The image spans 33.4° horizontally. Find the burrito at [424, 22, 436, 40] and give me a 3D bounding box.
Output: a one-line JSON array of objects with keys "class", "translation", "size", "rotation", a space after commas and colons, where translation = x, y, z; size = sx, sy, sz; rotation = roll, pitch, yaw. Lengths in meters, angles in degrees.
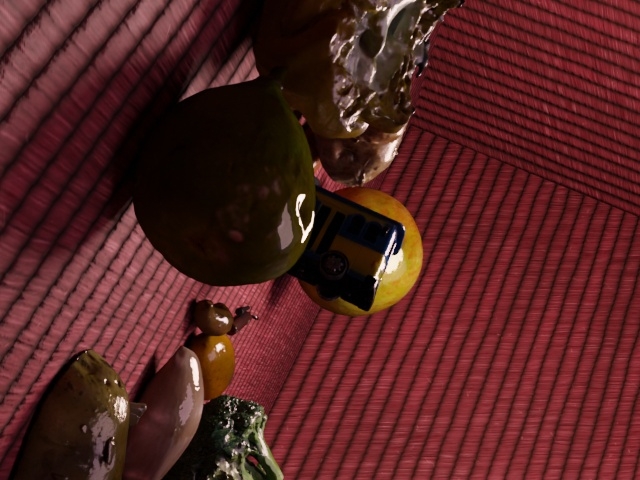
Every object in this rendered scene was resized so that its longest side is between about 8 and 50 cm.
[{"class": "burrito", "translation": [0.136, -0.350, 1.706], "size": [0.175, 0.107, 0.348], "rotation": [-91, -156, -62]}]

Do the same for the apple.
[{"class": "apple", "translation": [0.088, 0.035, 2.733], "size": [0.339, 0.339, 0.340], "rotation": [23, 90, -83]}]

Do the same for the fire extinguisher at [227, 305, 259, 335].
[{"class": "fire extinguisher", "translation": [-0.175, 0.170, 2.348], "size": [0.173, 0.035, 0.049], "rotation": [-33, 108, -78]}]

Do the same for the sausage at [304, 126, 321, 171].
[{"class": "sausage", "translation": [-0.016, -0.193, 2.208], "size": [0.197, 0.076, 0.076], "rotation": [-58, 169, -60]}]

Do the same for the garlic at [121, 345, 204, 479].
[{"class": "garlic", "translation": [-0.277, 0.326, 1.822], "size": [0.318, 0.112, 0.143], "rotation": [-59, -179, 30]}]

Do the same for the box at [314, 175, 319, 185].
[{"class": "box", "translation": [-0.061, -0.081, 2.308], "size": [0.230, 0.050, 0.160], "rotation": [17, 97, -83]}]

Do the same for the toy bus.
[{"class": "toy bus", "translation": [0.000, 0.000, 2.052], "size": [0.138, 0.287, 0.175], "rotation": [99, 17, -64]}]

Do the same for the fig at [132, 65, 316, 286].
[{"class": "fig", "translation": [-0.101, -0.074, 1.309], "size": [0.314, 0.233, 0.233], "rotation": [-63, 174, -68]}]

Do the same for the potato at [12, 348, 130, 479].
[{"class": "potato", "translation": [-0.306, 0.284, 1.348], "size": [0.160, 0.111, 0.272], "rotation": [-34, 147, -81]}]

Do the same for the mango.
[{"class": "mango", "translation": [-0.211, 0.232, 2.024], "size": [0.115, 0.090, 0.178], "rotation": [-52, 157, -38]}]

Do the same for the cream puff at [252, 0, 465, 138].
[{"class": "cream puff", "translation": [0.018, -0.317, 1.527], "size": [0.274, 0.269, 0.323], "rotation": [30, -80, 57]}]

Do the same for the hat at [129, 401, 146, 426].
[{"class": "hat", "translation": [-0.317, 0.294, 1.531], "size": [0.175, 0.085, 0.147], "rotation": [168, -64, -71]}]

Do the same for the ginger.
[{"class": "ginger", "translation": [0.083, -0.271, 2.140], "size": [0.375, 0.176, 0.256], "rotation": [-94, -161, -55]}]

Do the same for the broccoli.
[{"class": "broccoli", "translation": [-0.209, 0.452, 2.167], "size": [0.294, 0.245, 0.265], "rotation": [-44, -164, 7]}]

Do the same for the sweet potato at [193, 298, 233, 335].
[{"class": "sweet potato", "translation": [-0.191, 0.144, 1.970], "size": [0.059, 0.069, 0.249], "rotation": [-32, 174, 3]}]
